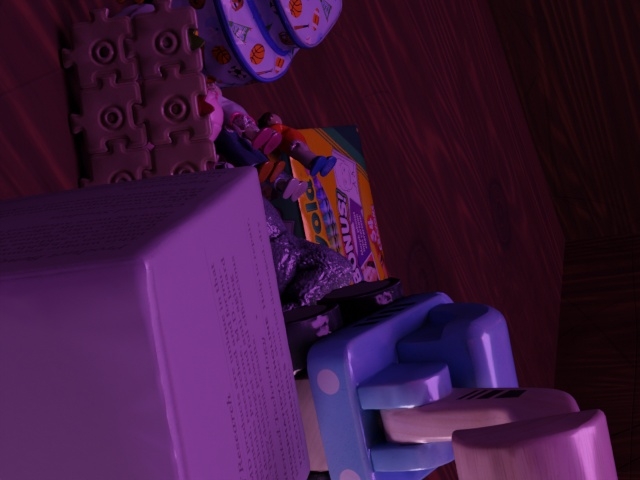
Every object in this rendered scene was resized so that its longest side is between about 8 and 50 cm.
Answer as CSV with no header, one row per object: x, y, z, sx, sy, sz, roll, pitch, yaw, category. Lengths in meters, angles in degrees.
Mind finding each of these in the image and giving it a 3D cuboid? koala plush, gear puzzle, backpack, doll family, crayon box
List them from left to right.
-0.218,-0.199,1.444,0.044,0.175,0.339,-25,108,-81,gear puzzle
-0.110,-0.132,1.685,0.118,0.163,0.263,-56,152,7,doll family
-0.105,-0.342,1.686,0.277,0.213,0.263,59,44,-30,backpack
-0.086,0.016,1.693,0.221,0.203,0.196,58,0,6,koala plush
0.000,0.000,1.963,0.313,0.106,0.363,-19,97,-67,crayon box

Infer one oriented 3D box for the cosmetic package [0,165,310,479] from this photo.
-0.219,0.141,1.038,0.394,0.329,0.328,-54,136,-74,cosmetic package

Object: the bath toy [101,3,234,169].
-0.178,-0.134,1.524,0.151,0.129,0.348,-16,97,-40,bath toy

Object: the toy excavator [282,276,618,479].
0.129,0.165,1.216,0.433,0.445,0.222,-20,99,-56,toy excavator
